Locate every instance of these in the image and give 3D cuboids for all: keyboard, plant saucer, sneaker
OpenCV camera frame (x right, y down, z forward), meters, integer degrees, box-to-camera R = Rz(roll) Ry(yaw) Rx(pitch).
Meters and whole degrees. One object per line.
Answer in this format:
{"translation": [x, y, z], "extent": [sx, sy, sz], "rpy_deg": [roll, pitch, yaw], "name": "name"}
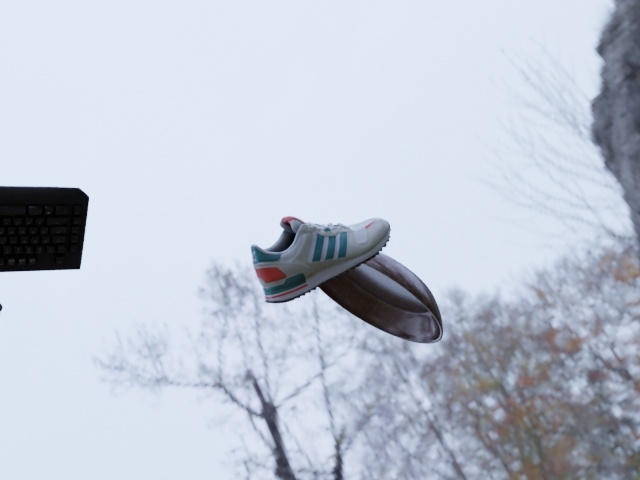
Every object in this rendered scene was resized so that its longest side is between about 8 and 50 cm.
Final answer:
{"translation": [-0.440, 0.023, 1.418], "extent": [0.317, 0.033, 0.201], "rpy_deg": [-1, -54, -25], "name": "keyboard"}
{"translation": [0.070, 0.057, 1.470], "extent": [0.036, 0.199, 0.198], "rpy_deg": [-57, -32, -19], "name": "plant saucer"}
{"translation": [0.000, 0.000, 1.236], "extent": [0.161, 0.057, 0.075], "rpy_deg": [-29, -77, -21], "name": "sneaker"}
